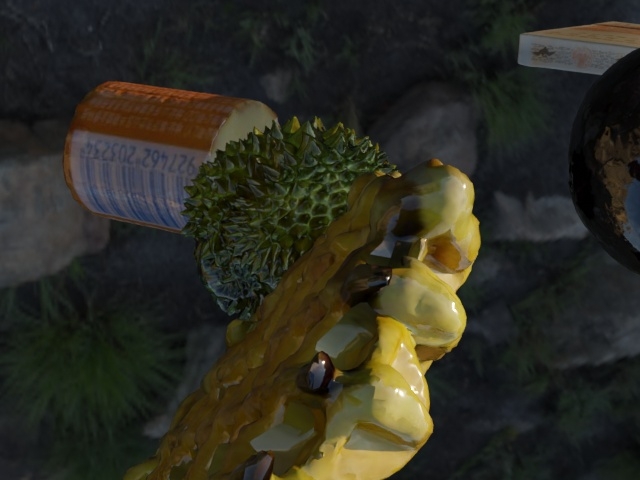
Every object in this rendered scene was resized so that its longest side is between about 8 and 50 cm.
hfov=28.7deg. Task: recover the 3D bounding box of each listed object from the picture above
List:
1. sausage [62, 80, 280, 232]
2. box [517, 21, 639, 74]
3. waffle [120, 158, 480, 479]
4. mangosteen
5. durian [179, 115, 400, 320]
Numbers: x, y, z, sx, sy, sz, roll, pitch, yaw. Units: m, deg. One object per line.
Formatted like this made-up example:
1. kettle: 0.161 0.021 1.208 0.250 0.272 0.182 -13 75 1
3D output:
1. sausage: -0.231 -0.126 1.986 0.287 0.233 0.233 9 142 29
2. box: 0.472 -0.295 1.916 0.365 0.204 0.051 -18 116 -54
3. waffle: -0.037 0.103 0.525 0.062 0.329 0.329 34 117 -7
4. mangosteen: 0.324 -0.070 1.022 0.211 0.211 0.250 11 168 -26
5. durian: 0.001 -0.003 1.263 0.291 0.291 0.225 48 65 -41
